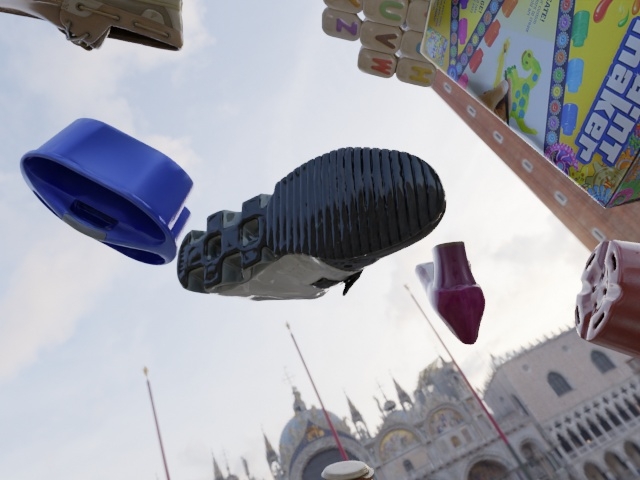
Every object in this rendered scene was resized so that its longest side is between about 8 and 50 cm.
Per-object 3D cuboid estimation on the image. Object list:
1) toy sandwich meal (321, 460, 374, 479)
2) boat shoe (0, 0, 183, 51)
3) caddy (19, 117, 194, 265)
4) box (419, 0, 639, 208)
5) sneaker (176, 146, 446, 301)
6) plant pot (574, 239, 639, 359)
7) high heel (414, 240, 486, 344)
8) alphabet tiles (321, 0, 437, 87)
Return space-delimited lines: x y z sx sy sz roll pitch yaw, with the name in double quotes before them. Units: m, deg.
"toy sandwich meal" 0.044 0.375 0.768 0.085 0.029 0.085 -8 -9 -1
"boat shoe" -0.411 -0.400 0.856 0.341 0.121 0.110 -7 -79 -28
"caddy" -0.419 -0.080 0.966 0.341 0.179 0.241 27 -36 0
"box" 0.287 -0.194 0.398 0.289 0.279 0.177 -10 -45 -16
"sneaker" 0.000 0.000 0.545 0.330 0.122 0.146 -15 -29 35
"plant pot" 0.648 0.123 0.899 0.265 0.272 0.272 14 -38 11
"high heel" 0.265 0.123 0.999 0.127 0.181 0.377 -9 -13 14
"alphabet tiles" 0.133 -0.351 0.739 0.278 0.021 0.284 16 -24 6
